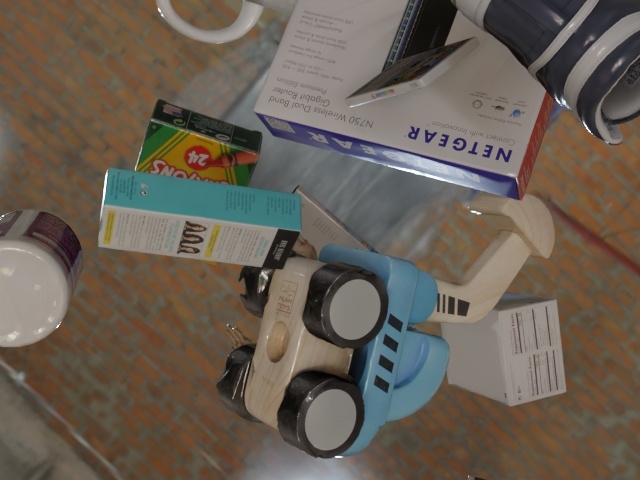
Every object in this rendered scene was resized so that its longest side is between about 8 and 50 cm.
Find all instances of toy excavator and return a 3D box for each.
[{"bbox_3d":[0.121,0.104,1.394,0.445,0.433,0.222,15,177,-35],"label":"toy excavator"}]

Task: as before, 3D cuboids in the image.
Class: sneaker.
[{"bbox_3d":[0.212,-0.156,0.739,0.153,0.099,0.282,43,-154,16],"label":"sneaker"}]

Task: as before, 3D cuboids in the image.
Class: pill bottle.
[{"bbox_3d":[-0.469,0.044,1.530,0.169,0.169,0.301,39,-173,-15],"label":"pill bottle"}]

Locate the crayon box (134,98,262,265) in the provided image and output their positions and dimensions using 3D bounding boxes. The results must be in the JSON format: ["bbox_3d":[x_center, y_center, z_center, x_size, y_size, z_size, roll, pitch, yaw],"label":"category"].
[{"bbox_3d":[-0.251,-0.082,1.778,0.202,0.318,0.081,17,-145,-10],"label":"crayon box"}]

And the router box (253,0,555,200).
[{"bbox_3d":[0.129,-0.236,1.167,0.335,0.301,0.082,16,168,19],"label":"router box"}]

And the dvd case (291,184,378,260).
[{"bbox_3d":[0.000,0.000,2.331,0.253,0.180,0.022,40,-134,-1],"label":"dvd case"}]

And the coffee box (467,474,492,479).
[{"bbox_3d":[0.370,0.510,1.601,0.119,0.168,0.297,24,166,-34],"label":"coffee box"}]

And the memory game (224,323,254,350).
[{"bbox_3d":[-0.127,0.237,1.868,0.186,0.012,0.186,45,160,22],"label":"memory game"}]

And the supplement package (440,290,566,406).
[{"bbox_3d":[0.389,0.224,2.091,0.262,0.145,0.204,-174,75,-67],"label":"supplement package"}]

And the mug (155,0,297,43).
[{"bbox_3d":[-0.157,-0.528,1.688,0.328,0.374,0.276,11,-159,-37],"label":"mug"}]

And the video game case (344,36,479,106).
[{"bbox_3d":[0.089,-0.166,0.951,0.122,0.087,0.011,-4,120,56],"label":"video game case"}]

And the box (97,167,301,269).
[{"bbox_3d":[-0.153,-0.026,1.217,0.244,0.100,0.060,8,-123,-14],"label":"box"}]
